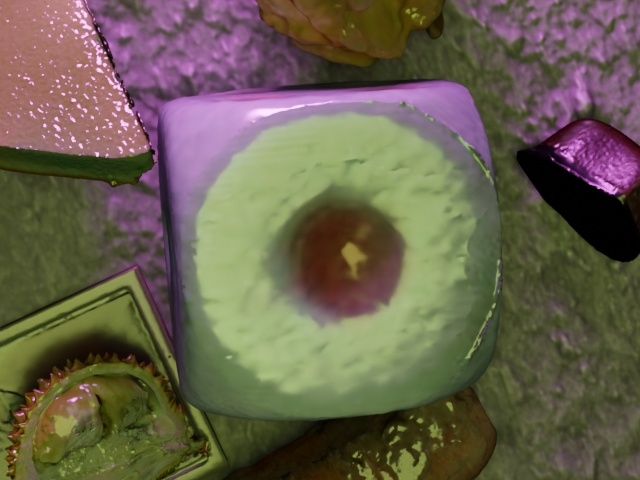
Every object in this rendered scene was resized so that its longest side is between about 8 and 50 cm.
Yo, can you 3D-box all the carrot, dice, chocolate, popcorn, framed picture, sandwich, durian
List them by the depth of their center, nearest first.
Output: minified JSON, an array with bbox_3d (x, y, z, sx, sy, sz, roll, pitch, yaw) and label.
[{"bbox_3d":[-0.274,-0.116,1.552,0.212,0.063,0.245,-25,61,-2],"label":"sandwich"},{"bbox_3d":[0.000,0.000,1.558,0.268,0.262,0.264,-6,98,-8],"label":"dice"},{"bbox_3d":[0.027,-0.272,1.581,0.266,0.192,0.233,27,77,-33],"label":"popcorn"},{"bbox_3d":[-0.189,0.168,1.628,0.208,0.102,0.146,8,99,-32],"label":"durian"},{"bbox_3d":[0.019,0.226,1.661,0.302,0.139,0.138,-31,100,5],"label":"carrot"},{"bbox_3d":[0.265,-0.060,1.664,0.149,0.125,0.080,45,74,-6],"label":"chocolate"},{"bbox_3d":[-0.257,0.177,1.671,0.289,0.020,0.211,-25,100,-4],"label":"framed picture"}]
